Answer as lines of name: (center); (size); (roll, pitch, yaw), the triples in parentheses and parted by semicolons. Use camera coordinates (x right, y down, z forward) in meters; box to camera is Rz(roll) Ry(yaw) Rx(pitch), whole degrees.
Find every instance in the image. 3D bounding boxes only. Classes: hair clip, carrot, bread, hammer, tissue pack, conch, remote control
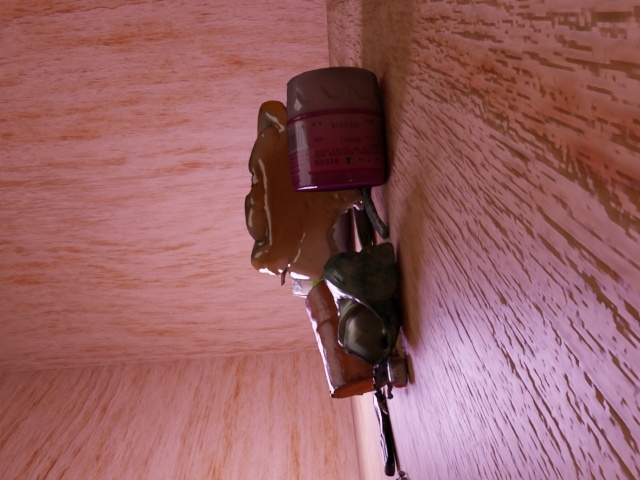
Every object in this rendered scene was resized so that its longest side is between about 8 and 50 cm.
hair clip: (0.105, -0.096, 0.837); (0.066, 0.036, 0.229); (75, -171, -53)
carrot: (0.079, 0.220, 0.958); (0.196, 0.196, 0.254); (85, 169, -53)
bread: (-0.049, -0.116, 0.979); (0.329, 0.246, 0.423); (-175, 90, -67)
hammer: (0.135, 0.231, 0.711); (0.083, 0.031, 0.052); (64, -158, -59)
tissue pack: (0.000, 0.000, 1.733); (0.332, 0.206, 0.404); (-34, -56, -64)
conch: (0.078, 0.096, 0.711); (0.176, 0.122, 0.188); (-131, 29, -54)
remote control: (0.149, 0.444, 0.976); (0.212, 0.028, 0.059); (-94, -1, -59)

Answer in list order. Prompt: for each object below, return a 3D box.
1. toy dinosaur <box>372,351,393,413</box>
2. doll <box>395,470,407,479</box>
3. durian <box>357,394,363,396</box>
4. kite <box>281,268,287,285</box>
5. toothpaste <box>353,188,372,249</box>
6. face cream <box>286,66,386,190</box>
toy dinosaur: (0.117, 0.249, 0.762); (0.209, 0.039, 0.082); (-54, -35, -72)
doll: (0.148, 0.493, 0.762); (0.057, 0.039, 0.114); (-8, 71, 58)
durian: (0.117, 0.423, 1.355); (0.146, 0.103, 0.208); (-83, -6, -59)
kite: (-0.120, 0.057, 1.711); (0.335, 0.012, 0.314); (-71, -25, -47)
toothpaste: (0.106, -0.066, 1.058); (0.078, 0.047, 0.247); (75, -172, -66)
face cream: (0.027, -0.190, 0.745); (0.175, 0.175, 0.194); (-91, -3, -85)
